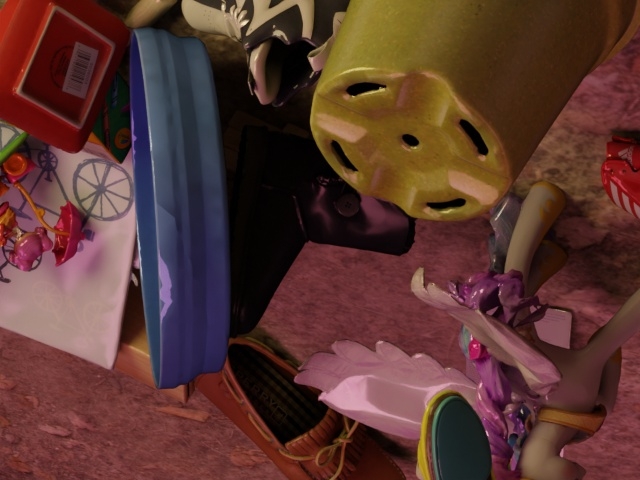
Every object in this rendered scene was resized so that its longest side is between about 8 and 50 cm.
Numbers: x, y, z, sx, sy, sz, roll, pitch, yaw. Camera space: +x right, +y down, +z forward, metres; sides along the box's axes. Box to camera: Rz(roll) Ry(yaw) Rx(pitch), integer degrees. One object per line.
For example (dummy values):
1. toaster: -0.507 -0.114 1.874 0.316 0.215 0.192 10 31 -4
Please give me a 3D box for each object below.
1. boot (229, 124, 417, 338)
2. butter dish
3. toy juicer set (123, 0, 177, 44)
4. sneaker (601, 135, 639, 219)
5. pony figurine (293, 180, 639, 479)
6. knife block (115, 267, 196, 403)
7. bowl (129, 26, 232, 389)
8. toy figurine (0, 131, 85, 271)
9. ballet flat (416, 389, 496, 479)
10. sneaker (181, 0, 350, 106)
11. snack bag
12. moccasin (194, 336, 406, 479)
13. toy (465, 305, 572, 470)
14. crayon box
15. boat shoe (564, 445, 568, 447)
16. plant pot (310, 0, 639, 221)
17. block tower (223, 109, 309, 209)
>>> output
1. boot: 0.000 0.000 1.486 0.207 0.246 0.094 8 -174 -9
2. butter dish: -0.309 -0.195 1.447 0.118 0.160 0.160 15 171 37
3. toy juicer set: -0.273 -0.307 1.439 0.209 0.089 0.329 -14 154 35
4. sneaker: 0.339 -0.076 1.292 0.128 0.087 0.221 22 146 7
5. pony figurine: 0.201 0.122 1.407 0.351 0.363 0.303 36 147 -11
6. knife block: -0.319 0.115 1.888 0.242 0.276 0.088 -13 148 -12
7. bowl: -0.155 -0.036 1.459 0.077 0.391 0.391 -4 147 -10
8. toy figurine: -0.381 -0.026 1.708 0.159 0.173 0.130 49 167 -13
9. ballet flat: 0.133 0.240 1.295 0.077 0.077 0.231 9 130 55
10. sneaker: -0.067 -0.205 1.353 0.235 0.153 0.094 9 142 28
11. snack bag: -0.378 -0.013 1.804 0.323 0.037 0.342 18 113 14
12. moccasin: -0.015 0.272 2.001 0.380 0.139 0.147 47 153 -10
13. toy: 0.253 0.184 1.696 0.137 0.056 0.237 10 108 28
14. crayon box: -0.365 -0.193 1.608 0.278 0.081 0.165 20 168 14
15. boat shoe: 0.281 0.261 1.783 0.098 0.096 0.277 37 145 -9
16. plant pot: 0.120 -0.165 1.176 0.276 0.254 0.276 19 146 13
17. block tower: -0.097 -0.025 1.679 0.097 0.091 0.335 25 146 4
